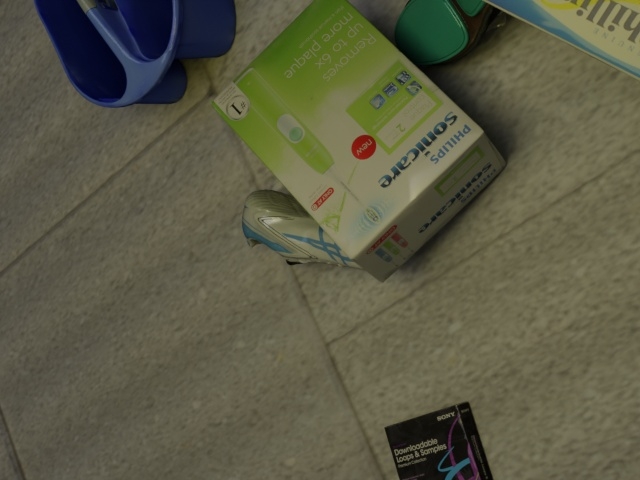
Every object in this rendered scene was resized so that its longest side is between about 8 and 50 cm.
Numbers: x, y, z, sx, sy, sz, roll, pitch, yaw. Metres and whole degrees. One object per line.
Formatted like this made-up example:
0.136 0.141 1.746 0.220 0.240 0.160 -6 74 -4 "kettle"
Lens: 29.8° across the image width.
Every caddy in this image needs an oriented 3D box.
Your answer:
-0.277 -0.342 1.668 0.241 0.179 0.341 -40 68 31 "caddy"

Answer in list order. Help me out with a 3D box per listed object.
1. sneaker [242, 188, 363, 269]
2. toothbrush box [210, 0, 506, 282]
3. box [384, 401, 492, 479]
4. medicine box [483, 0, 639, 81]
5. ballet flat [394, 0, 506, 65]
0.000 0.000 1.530 0.237 0.085 0.086 19 125 34 "sneaker"
0.043 -0.126 1.420 0.206 0.122 0.283 -43 65 5 "toothbrush box"
0.149 0.286 1.447 0.116 0.029 0.162 -25 75 36 "box"
0.311 -0.245 1.139 0.263 0.289 0.149 35 112 32 "medicine box"
0.177 -0.272 1.351 0.095 0.096 0.280 63 158 2 "ballet flat"
